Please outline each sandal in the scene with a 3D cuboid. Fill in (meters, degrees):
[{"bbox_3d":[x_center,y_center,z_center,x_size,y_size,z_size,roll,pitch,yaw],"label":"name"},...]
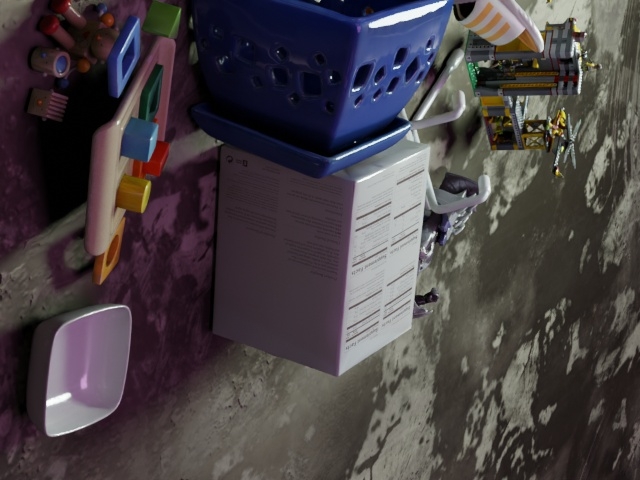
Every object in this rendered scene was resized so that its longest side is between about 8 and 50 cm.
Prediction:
[{"bbox_3d":[0.212,-0.353,2.177,0.076,0.102,0.265,-45,107,2],"label":"sandal"}]

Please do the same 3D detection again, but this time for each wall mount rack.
[{"bbox_3d":[0.157,-0.219,2.207,0.350,0.131,0.304,65,11,-52],"label":"wall mount rack"}]

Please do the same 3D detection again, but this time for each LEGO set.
[{"bbox_3d":[0.353,-0.284,2.375,0.331,0.192,0.255,73,26,-43],"label":"LEGO set"}]

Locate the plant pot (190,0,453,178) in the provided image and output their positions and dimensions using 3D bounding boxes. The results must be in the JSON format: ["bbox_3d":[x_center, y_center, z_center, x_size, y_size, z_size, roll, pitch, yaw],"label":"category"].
[{"bbox_3d":[-0.008,-0.211,1.810,0.236,0.236,0.212,-27,133,-53],"label":"plant pot"}]

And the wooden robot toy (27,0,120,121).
[{"bbox_3d":[-0.240,-0.202,1.559,0.173,0.079,0.076,-66,151,-14],"label":"wooden robot toy"}]

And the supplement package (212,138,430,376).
[{"bbox_3d":[0.000,0.000,1.959,0.198,0.199,0.262,-28,128,-53],"label":"supplement package"}]

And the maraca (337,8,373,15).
[{"bbox_3d":[0.068,-0.266,1.962,0.127,0.186,0.099,-49,121,-28],"label":"maraca"}]

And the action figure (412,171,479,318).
[{"bbox_3d":[0.147,0.027,2.338,0.285,0.099,0.185,-55,159,-21],"label":"action figure"}]

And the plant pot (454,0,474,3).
[{"bbox_3d":[0.176,-0.515,1.911,0.334,0.334,0.305,-51,134,-34],"label":"plant pot"}]

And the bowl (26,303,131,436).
[{"bbox_3d":[-0.278,0.140,1.703,0.142,0.053,0.142,-16,118,-56],"label":"bowl"}]

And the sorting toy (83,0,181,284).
[{"bbox_3d":[-0.194,-0.099,1.637,0.196,0.047,0.347,-67,172,-48],"label":"sorting toy"}]
